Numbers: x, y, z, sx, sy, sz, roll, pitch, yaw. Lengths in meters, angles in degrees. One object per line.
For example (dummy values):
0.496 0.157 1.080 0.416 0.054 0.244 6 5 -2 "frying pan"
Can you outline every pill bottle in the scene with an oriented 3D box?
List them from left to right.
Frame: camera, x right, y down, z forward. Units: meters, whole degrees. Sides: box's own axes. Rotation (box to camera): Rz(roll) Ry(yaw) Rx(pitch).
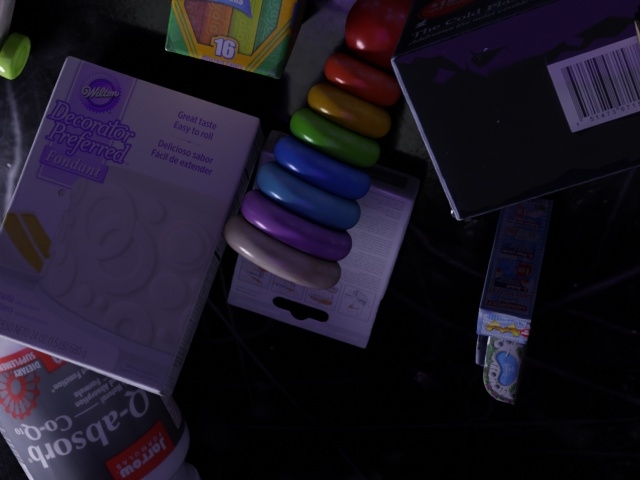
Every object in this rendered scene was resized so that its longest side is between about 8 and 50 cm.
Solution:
-0.293 0.223 1.841 0.210 0.210 0.362 -17 112 23 "pill bottle"

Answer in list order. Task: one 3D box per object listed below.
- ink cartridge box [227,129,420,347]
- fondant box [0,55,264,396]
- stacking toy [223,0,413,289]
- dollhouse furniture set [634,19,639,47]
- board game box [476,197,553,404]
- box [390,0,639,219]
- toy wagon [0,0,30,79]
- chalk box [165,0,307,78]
0.000 0.000 1.737 0.189 0.066 0.232 18 129 4 "ink cartridge box"
-0.230 -0.016 1.656 0.238 0.096 0.330 19 81 5 "fondant box"
0.024 -0.118 1.586 0.141 0.141 0.330 27 98 0 "stacking toy"
0.306 -0.158 1.214 0.076 0.058 0.151 -12 132 9 "dollhouse furniture set"
0.211 0.076 1.634 0.060 0.194 0.194 11 120 9 "board game box"
0.270 -0.205 1.387 0.343 0.312 0.179 -18 111 18 "box"
-0.469 -0.277 1.697 0.267 0.068 0.344 23 121 2 "toy wagon"
-0.073 -0.303 1.523 0.132 0.132 0.213 14 127 2 "chalk box"
